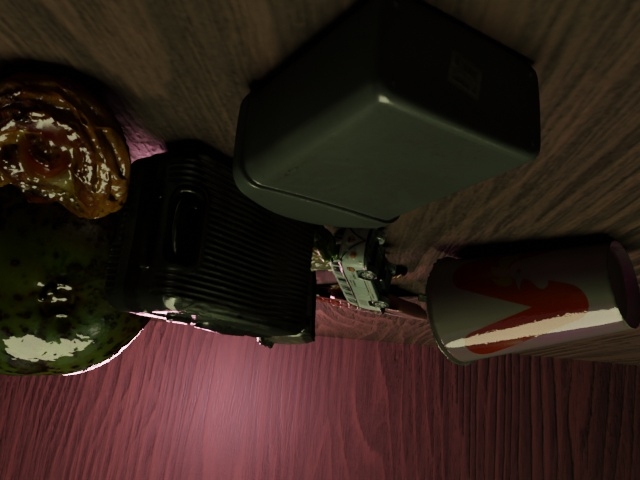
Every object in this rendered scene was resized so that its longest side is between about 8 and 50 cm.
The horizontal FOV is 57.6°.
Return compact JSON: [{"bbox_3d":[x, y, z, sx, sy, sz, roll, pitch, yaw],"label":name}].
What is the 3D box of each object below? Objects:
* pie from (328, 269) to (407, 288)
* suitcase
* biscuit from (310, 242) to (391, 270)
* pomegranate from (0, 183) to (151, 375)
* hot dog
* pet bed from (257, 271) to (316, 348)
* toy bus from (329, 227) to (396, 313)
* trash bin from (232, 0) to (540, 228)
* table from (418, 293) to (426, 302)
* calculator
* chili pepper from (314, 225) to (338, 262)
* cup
[{"bbox_3d":[0.114,0.082,1.262,0.191,0.033,0.088,-12,165,36],"label":"pie"},{"bbox_3d":[-0.123,0.021,0.760,0.128,0.202,0.312,-3,164,31],"label":"suitcase"},{"bbox_3d":[-0.012,0.028,1.081,0.290,0.038,0.141,2,165,8],"label":"biscuit"},{"bbox_3d":[-0.368,0.038,0.824,0.285,0.285,0.341,12,-179,-24],"label":"pomegranate"},{"bbox_3d":[-0.273,-0.089,0.598,0.160,0.099,0.227,16,161,-17],"label":"hot dog"},{"bbox_3d":[-0.091,0.136,1.247,0.159,0.183,0.211,1,167,1],"label":"pet bed"},{"bbox_3d":[0.069,0.045,0.965,0.089,0.087,0.194,6,152,19],"label":"toy bus"},{"bbox_3d":[0.038,-0.087,0.487,0.177,0.101,0.236,16,160,-30],"label":"trash bin"},{"bbox_3d":[0.356,0.173,1.480,0.146,0.062,0.175,-8,163,44],"label":"table"},{"bbox_3d":[0.102,0.159,1.532,0.330,0.048,0.220,3,169,35],"label":"calculator"},{"bbox_3d":[0.000,-0.002,0.897,0.030,0.091,0.034,-9,139,-35],"label":"chili pepper"},{"bbox_3d":[0.343,0.093,0.948,0.288,0.203,0.203,-16,156,41],"label":"cup"}]
